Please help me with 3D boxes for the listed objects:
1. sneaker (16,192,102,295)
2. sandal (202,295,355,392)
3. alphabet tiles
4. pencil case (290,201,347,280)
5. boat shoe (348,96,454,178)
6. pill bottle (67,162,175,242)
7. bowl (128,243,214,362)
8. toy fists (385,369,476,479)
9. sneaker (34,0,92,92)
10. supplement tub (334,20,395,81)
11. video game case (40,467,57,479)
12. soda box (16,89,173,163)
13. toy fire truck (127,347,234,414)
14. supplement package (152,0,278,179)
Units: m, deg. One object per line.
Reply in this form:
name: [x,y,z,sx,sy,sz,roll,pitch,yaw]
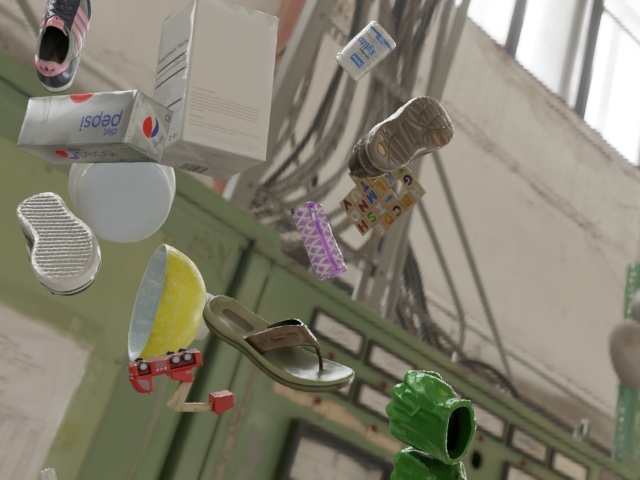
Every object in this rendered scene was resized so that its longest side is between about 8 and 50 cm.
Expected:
sneaker: [-0.464,0.032,1.771,0.321,0.126,0.127,-131,-155,-52]
sandal: [-0.076,0.171,1.700,0.303,0.120,0.086,30,-67,16]
alphabet tiles: [0.152,-0.129,2.605,0.009,0.198,0.237,-11,-29,-52]
pencil case: [0.000,0.000,2.494,0.086,0.206,0.088,-20,-7,-26]
boat shoe: [0.175,-0.231,2.195,0.130,0.355,0.132,-24,-88,40]
pill bottle: [-0.431,-0.136,2.104,0.224,0.224,0.392,27,8,-19]
bowl: [-0.344,0.167,2.336,0.156,0.289,0.289,16,-24,-20]
toy fists: [0.176,0.333,1.531,0.142,0.096,0.279,20,-54,46]
sneaker: [-0.618,-0.523,2.338,0.112,0.319,0.131,3,-15,-5]
supplement tub: [0.088,-0.373,1.916,0.071,0.107,0.071,46,5,-5]
video game case: [-0.421,0.499,1.602,0.026,0.206,0.227,-14,-22,-20]
soda box: [-0.392,-0.192,1.672,0.286,0.098,0.091,3,-16,37]
toy fire truck: [-0.269,0.280,1.874,0.192,0.135,0.047,-11,8,-21]
supplement package: [-0.206,-0.288,1.844,0.178,0.292,0.175,13,-15,-30]
